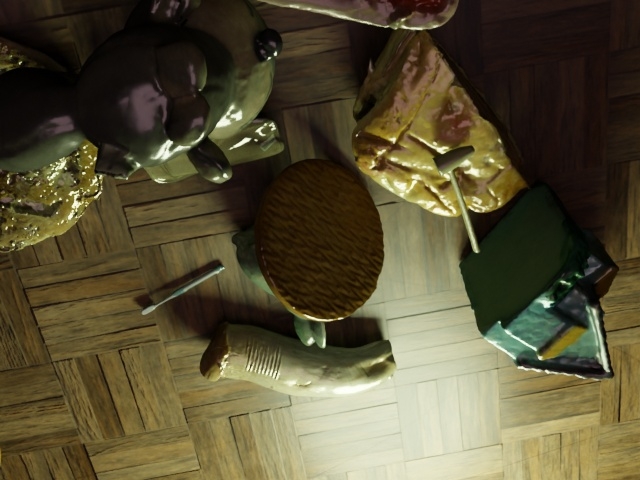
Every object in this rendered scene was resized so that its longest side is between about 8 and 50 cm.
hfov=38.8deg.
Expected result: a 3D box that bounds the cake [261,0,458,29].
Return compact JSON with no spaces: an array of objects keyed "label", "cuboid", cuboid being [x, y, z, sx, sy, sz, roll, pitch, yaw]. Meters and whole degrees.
[{"label":"cake","cuboid":[0.036,-0.420,1.160,0.309,0.230,0.236,8,117,-10]}]

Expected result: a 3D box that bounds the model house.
[{"label":"model house","cuboid":[0.401,0.091,1.478,0.249,0.280,0.230,32,114,-17]}]

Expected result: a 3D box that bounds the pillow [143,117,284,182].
[{"label":"pillow","cuboid":[-0.165,-0.135,1.386,0.218,0.033,0.130,-14,159,4]}]

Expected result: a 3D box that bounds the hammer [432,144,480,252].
[{"label":"hammer","cuboid":[0.219,-0.058,1.341,0.060,0.028,0.195,-24,129,2]}]

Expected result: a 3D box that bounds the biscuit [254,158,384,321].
[{"label":"biscuit","cuboid":[0.000,0.000,1.428,0.037,0.262,0.262,-8,134,49]}]

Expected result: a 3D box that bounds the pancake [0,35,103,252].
[{"label":"pancake","cuboid":[-0.489,-0.137,1.360,0.356,0.065,0.356,-2,119,-4]}]

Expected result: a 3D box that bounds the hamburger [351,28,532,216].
[{"label":"hamburger","cuboid":[0.148,-0.167,1.362,0.209,0.162,0.330,-32,125,17]}]

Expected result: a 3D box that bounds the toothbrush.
[{"label":"toothbrush","cuboid":[-0.236,0.083,1.553,0.167,0.014,0.011,-29,119,9]}]

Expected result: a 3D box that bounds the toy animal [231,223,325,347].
[{"label":"toy animal","cuboid":[-0.043,0.071,1.522,0.125,0.127,0.251,-38,130,-13]}]

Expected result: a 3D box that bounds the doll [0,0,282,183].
[{"label":"doll","cuboid":[-0.239,-0.231,1.192,0.379,0.382,0.252,8,114,9]}]

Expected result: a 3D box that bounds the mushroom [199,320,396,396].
[{"label":"mushroom","cuboid":[-0.036,0.217,1.614,0.352,0.095,0.122,6,103,-13]}]
